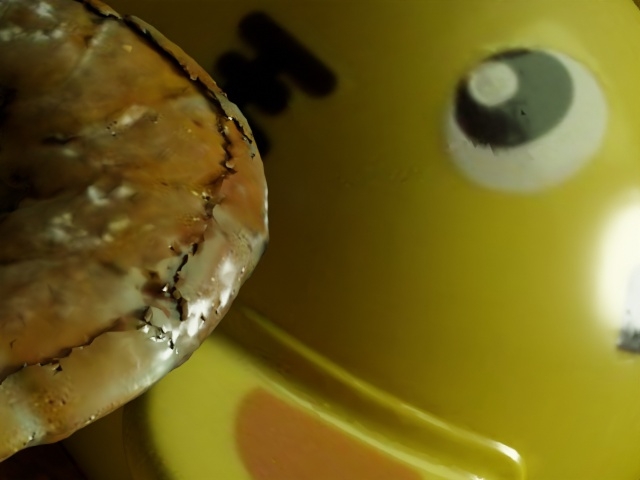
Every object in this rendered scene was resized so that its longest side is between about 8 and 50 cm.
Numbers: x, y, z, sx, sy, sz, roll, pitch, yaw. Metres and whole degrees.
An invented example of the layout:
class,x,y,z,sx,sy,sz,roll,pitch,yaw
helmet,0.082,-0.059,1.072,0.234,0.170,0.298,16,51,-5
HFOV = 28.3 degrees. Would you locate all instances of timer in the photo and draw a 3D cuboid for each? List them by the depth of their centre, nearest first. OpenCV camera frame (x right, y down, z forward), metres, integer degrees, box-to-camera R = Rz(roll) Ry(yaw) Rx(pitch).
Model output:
class,x,y,z,sx,sy,sz,roll,pitch,yaw
timer,0.000,0.000,0.563,0.387,0.376,0.376,-1,55,-55

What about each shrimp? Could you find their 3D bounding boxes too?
class,x,y,z,sx,sy,sz,roll,pitch,yaw
shrimp,-0.165,-0.028,0.370,0.290,0.054,0.222,29,49,14
